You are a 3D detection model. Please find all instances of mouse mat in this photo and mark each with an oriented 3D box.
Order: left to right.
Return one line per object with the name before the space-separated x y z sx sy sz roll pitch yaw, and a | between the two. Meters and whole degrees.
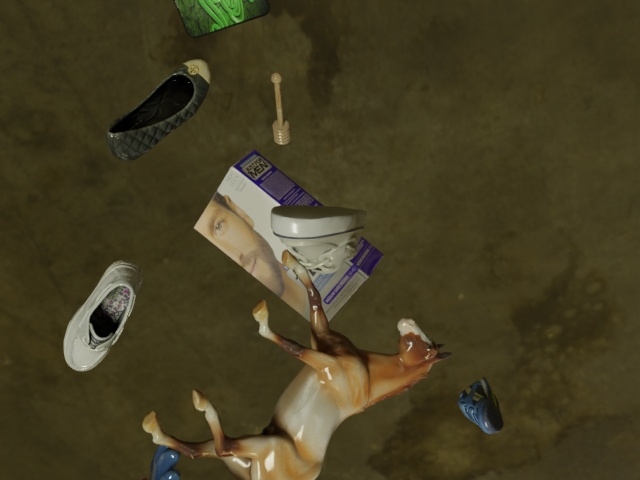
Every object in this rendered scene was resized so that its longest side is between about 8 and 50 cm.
mouse mat | -0.180 -0.432 1.195 0.152 0.007 0.190 -14 118 16

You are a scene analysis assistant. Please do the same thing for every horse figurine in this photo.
horse figurine | -0.027 0.139 0.620 0.174 0.066 0.263 46 75 -28

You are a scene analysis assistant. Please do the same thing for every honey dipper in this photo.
honey dipper | -0.067 -0.220 1.233 0.030 0.031 0.161 -6 148 -3

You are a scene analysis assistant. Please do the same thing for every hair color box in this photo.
hair color box | -0.066 0.001 1.496 0.338 0.110 0.185 39 125 3

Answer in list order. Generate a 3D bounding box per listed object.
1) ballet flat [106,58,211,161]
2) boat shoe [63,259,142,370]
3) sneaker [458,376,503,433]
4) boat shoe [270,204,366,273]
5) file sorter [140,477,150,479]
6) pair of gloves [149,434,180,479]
ballet flat | -0.190 -0.162 0.902 0.057 0.173 0.049 32 155 13
boat shoe | -0.288 0.112 0.984 0.066 0.063 0.184 33 111 -20
sneaker | 0.257 0.275 1.207 0.059 0.144 0.053 -27 97 13
boat shoe | 0.000 0.000 0.970 0.096 0.267 0.088 6 94 11
file sorter | -0.209 0.450 0.923 0.182 0.202 0.290 -28 -173 -30
pair of gloves | -0.144 0.281 0.662 0.023 0.198 0.159 7 112 -16
